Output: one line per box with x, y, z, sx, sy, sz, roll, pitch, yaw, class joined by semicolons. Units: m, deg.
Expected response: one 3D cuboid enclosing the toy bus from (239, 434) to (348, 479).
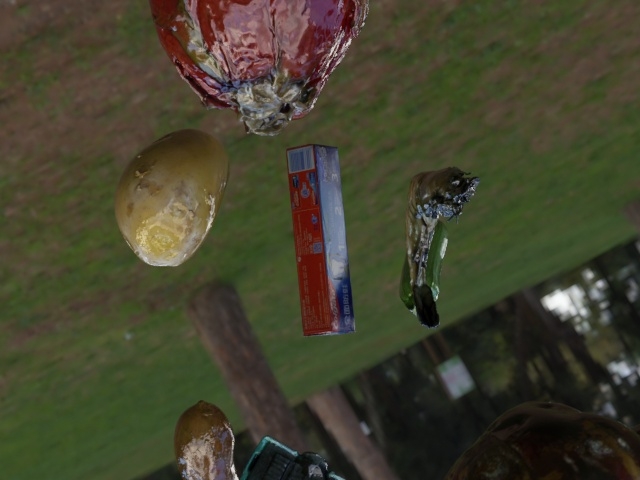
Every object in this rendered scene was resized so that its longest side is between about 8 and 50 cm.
0.024;0.333;1.526;0.091;0.261;0.109;-59;177;-27;toy bus

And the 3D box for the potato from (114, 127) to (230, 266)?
-0.186;-0.062;1.640;0.150;0.146;0.234;-29;-160;16;potato

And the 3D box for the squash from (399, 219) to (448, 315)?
0.181;0.046;2.255;0.077;0.068;0.219;-18;-142;28;squash

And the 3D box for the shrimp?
0.148;0.007;1.549;0.051;0.198;0.262;-1;176;-13;shrimp

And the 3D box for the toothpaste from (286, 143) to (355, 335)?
0.001;0.000;2.164;0.066;0.321;0.076;-8;173;34;toothpaste

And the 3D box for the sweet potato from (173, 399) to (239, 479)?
-0.171;0.360;1.961;0.097;0.097;0.292;-27;138;-25;sweet potato

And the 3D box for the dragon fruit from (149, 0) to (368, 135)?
-0.076;-0.307;1.485;0.277;0.343;0.277;-4;152;-2;dragon fruit

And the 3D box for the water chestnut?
0.267;0.296;1.423;0.289;0.289;0.244;-35;-145;50;water chestnut
